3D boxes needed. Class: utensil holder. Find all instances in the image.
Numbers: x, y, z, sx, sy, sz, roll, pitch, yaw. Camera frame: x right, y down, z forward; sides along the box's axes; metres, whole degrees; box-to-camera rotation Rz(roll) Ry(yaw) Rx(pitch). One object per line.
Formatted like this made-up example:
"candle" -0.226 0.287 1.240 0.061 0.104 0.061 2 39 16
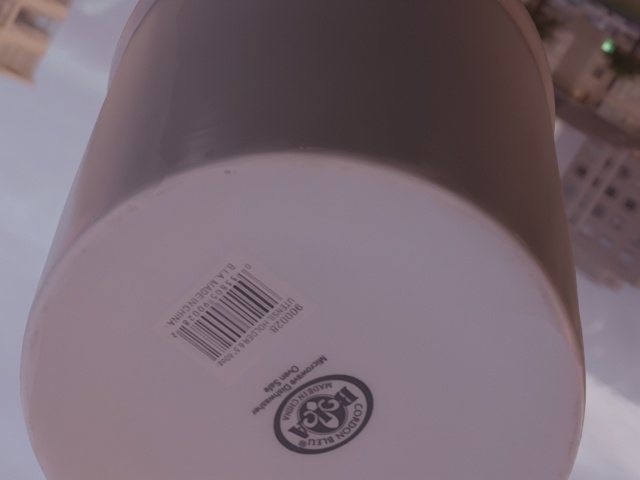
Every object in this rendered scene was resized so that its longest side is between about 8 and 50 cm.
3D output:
"utensil holder" 0.000 0.000 0.982 0.327 0.328 0.385 28 -154 -13
